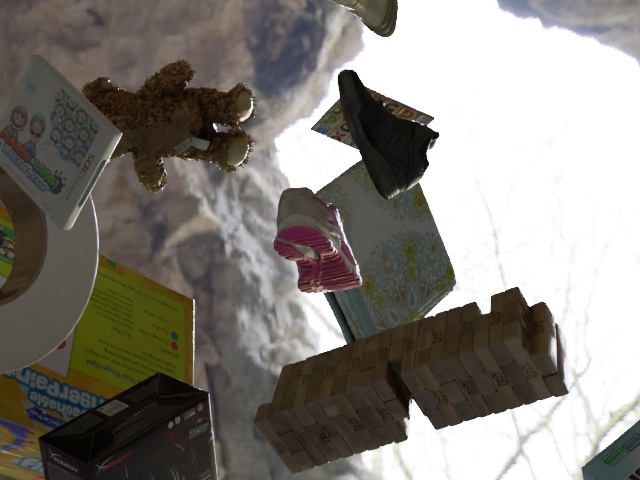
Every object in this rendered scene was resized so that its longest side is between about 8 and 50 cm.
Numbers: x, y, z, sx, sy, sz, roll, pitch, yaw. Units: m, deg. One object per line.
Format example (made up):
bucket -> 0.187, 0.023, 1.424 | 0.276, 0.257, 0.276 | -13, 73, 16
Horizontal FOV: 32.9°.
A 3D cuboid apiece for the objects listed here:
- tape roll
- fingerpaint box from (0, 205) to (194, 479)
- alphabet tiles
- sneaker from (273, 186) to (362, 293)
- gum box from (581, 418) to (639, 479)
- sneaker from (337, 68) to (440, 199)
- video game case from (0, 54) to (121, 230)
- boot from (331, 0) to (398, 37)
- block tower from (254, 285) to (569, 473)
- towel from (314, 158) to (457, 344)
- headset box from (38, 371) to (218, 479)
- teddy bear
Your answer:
tape roll -> -0.466, -0.012, 1.438 | 0.072, 0.392, 0.392 | -13, -23, 38
fingerpaint box -> -0.422, 0.198, 1.750 | 0.163, 0.371, 0.444 | -32, -44, 31
alphabet tiles -> 0.126, -0.242, 2.323 | 0.237, 0.009, 0.198 | 21, -34, -20
sneaker -> 0.000, 0.000, 1.648 | 0.103, 0.111, 0.252 | -8, -29, 10
gum box -> 0.567, 0.398, 1.844 | 0.157, 0.184, 0.041 | -32, -56, -23
sneaker -> 0.115, -0.196, 1.820 | 0.130, 0.228, 0.087 | -26, 0, -6
video game case -> -0.316, -0.115, 1.273 | 0.019, 0.157, 0.143 | -8, -43, -58
boot -> 0.047, -0.429, 1.702 | 0.077, 0.213, 0.165 | -29, -33, 26
block tower -> 0.095, 0.153, 1.180 | 0.335, 0.097, 0.091 | -22, -64, 23
towel -> 0.120, 0.023, 2.237 | 0.090, 0.375, 0.320 | -3, 27, 45
headset box -> -0.252, 0.365, 1.500 | 0.110, 0.293, 0.218 | 16, 28, 38
teddy bear -> -0.279, -0.213, 1.987 | 0.338, 0.113, 0.245 | -15, -54, -9
